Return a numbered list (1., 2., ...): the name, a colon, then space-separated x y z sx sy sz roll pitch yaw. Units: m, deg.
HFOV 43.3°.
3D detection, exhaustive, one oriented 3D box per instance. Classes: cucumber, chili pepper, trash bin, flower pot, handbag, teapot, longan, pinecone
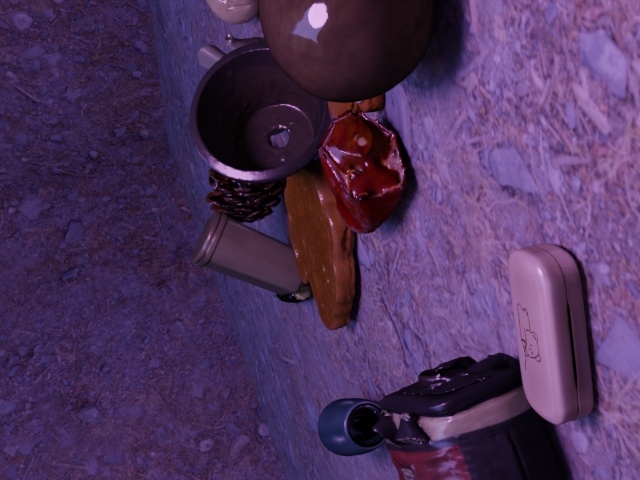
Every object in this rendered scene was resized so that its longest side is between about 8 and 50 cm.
1. cucumber: -0.064 0.130 2.031 0.187 0.058 0.058 166 89 -74
2. chili pepper: 0.069 -0.078 1.269 0.144 0.136 0.253 23 159 12
3. trash bin: -0.170 0.039 1.929 0.121 0.247 0.243 -68 13 -11
4. flower pot: -0.093 -0.212 1.497 0.166 0.268 0.269 54 -164 -72
5. handbag: 0.174 0.250 1.031 0.254 0.181 0.182 144 108 -71
6. teapot: -0.161 -0.330 1.737 0.318 0.149 0.220 -158 55 -70
7. longan: 0.025 -0.287 0.969 0.246 0.215 0.246 39 150 27
8. pinecone: -0.180 -0.138 1.911 0.179 0.184 0.205 31 155 20

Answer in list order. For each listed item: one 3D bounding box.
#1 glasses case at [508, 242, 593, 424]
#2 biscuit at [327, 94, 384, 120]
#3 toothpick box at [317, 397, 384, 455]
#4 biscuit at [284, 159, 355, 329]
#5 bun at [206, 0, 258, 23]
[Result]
1. glasses case: 0.246 0.100 0.863 0.083 0.050 0.196 -145 42 -71
2. biscuit: 0.042 -0.286 1.248 0.324 0.049 0.206 136 119 -71
3. toothpick box: 0.070 0.381 1.655 0.184 0.120 0.120 134 120 -70
4. biscuit: 0.000 0.000 1.652 0.312 0.057 0.351 -130 30 -59
5. bun: -0.200 -0.558 1.730 0.188 0.111 0.164 85 165 -45
